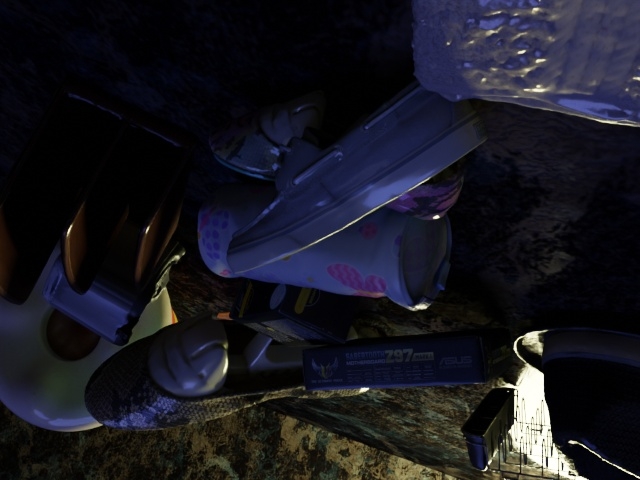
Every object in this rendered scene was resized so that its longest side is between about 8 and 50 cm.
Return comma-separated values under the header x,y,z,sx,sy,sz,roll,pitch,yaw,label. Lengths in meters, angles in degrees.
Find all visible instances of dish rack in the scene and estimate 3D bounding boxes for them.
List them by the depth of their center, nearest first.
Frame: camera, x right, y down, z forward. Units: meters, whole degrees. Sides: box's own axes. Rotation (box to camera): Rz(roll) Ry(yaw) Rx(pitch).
x,y,z,sx,sy,sz,roll,pitch,yaw,label
0.376,0.306,0.997,0.271,0.074,0.208,-1,-171,30,dish rack

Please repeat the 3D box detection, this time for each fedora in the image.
x,y,z,sx,sy,sz,roll,pitch,yaw,label
0.390,0.227,0.802,0.334,0.152,0.334,18,158,8,fedora

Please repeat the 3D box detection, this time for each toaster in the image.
x,y,z,sx,sy,sz,roll,pitch,yaw,label
-0.321,0.058,1.000,0.146,0.227,0.129,30,123,-6,toaster

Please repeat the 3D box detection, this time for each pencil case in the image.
x,y,z,sx,sy,sz,roll,pitch,yaw,label
0.000,0.000,0.683,0.273,0.113,0.124,7,171,32,pencil case

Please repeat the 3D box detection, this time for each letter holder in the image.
x,y,z,sx,sy,sz,roll,pitch,yaw,label
-0.275,-0.008,0.780,0.152,0.214,0.302,25,158,-8,letter holder

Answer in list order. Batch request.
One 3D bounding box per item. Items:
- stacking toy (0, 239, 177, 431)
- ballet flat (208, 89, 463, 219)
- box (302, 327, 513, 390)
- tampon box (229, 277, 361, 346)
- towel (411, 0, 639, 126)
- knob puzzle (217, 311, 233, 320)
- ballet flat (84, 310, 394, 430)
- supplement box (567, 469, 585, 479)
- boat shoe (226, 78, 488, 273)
x,y,z,sx,sy,sz,roll,pitch,yaw,label
-0.412,0.196,1.324,0.350,0.351,0.480,18,170,10,stacking toy
0.017,-0.080,0.548,0.221,0.077,0.079,17,140,-1,ballet flat
0.119,0.154,0.845,0.232,0.059,0.183,-9,173,26,box
-0.029,0.065,0.851,0.101,0.120,0.161,29,157,-22,tampon box
0.128,-0.149,0.295,0.187,0.049,0.282,13,157,18,towel
-0.076,0.175,1.224,0.213,0.030,0.213,19,156,9,knob puzzle
-0.104,0.172,0.987,0.482,0.164,0.182,-2,145,-23,ballet flat
0.598,0.440,1.223,0.130,0.073,0.239,24,160,-8,supplement box
0.011,-0.052,0.495,0.227,0.081,0.079,-30,179,20,boat shoe
